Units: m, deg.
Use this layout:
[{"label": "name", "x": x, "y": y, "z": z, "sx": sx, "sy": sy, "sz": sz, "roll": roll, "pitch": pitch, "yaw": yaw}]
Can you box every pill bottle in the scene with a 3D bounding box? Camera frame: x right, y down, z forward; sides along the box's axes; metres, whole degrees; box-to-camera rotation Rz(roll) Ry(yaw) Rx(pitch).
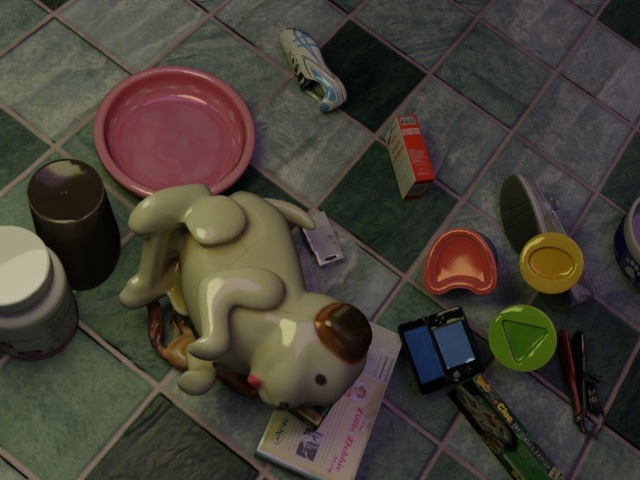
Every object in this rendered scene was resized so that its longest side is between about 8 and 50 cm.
[{"label": "pill bottle", "x": -0.511, "y": 0.093, "z": 1.202, "sx": 0.160, "sy": 0.283, "sz": 0.161, "roll": 5, "pitch": 65, "yaw": -10}]

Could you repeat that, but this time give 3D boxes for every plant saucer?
[{"label": "plant saucer", "x": -0.306, "y": -0.215, "z": 1.497, "sx": 0.331, "sy": 0.084, "sz": 0.332, "roll": 5, "pitch": 66, "yaw": -11}]

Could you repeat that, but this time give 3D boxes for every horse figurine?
[{"label": "horse figurine", "x": -0.216, "y": 0.197, "z": 1.341, "sx": 0.263, "sy": 0.066, "sz": 0.175, "roll": 15, "pitch": 59, "yaw": -6}]

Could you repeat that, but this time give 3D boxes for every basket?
[{"label": "basket", "x": -0.457, "y": -0.042, "z": 1.307, "sx": 0.154, "sy": 0.227, "sz": 0.205, "roll": -5, "pitch": 67, "yaw": -14}]

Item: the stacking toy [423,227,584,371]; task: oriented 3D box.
[{"label": "stacking toy", "x": 0.373, "y": 0.115, "z": 1.462, "sx": 0.308, "sy": 0.130, "sz": 0.280, "roll": 8, "pitch": 89, "yaw": 22}]

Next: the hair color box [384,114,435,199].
[{"label": "hair color box", "x": 0.200, "y": -0.188, "z": 1.588, "sx": 0.053, "sy": 0.093, "sz": 0.167, "roll": -8, "pitch": 69, "yaw": -16}]

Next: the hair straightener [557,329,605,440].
[{"label": "hair straightener", "x": 0.559, "y": 0.298, "z": 1.469, "sx": 0.088, "sy": 0.047, "sz": 0.231, "roll": 0, "pitch": 66, "yaw": -12}]

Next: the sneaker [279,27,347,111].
[{"label": "sneaker", "x": -0.031, "y": -0.401, "z": 1.639, "sx": 0.086, "sy": 0.085, "sz": 0.237, "roll": -28, "pitch": 73, "yaw": -27}]

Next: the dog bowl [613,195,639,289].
[{"label": "dog bowl", "x": 0.812, "y": 0.009, "z": 1.595, "sx": 0.264, "sy": 0.104, "sz": 0.265, "roll": 0, "pitch": 59, "yaw": -1}]

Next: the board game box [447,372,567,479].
[{"label": "board game box", "x": 0.354, "y": 0.377, "z": 1.342, "sx": 0.030, "sy": 0.136, "sz": 0.260, "roll": -32, "pitch": 76, "yaw": -25}]

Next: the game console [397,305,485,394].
[{"label": "game console", "x": 0.239, "y": 0.214, "z": 1.388, "sx": 0.124, "sy": 0.085, "sz": 0.144, "roll": -23, "pitch": 79, "yaw": 19}]

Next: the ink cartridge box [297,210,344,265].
[{"label": "ink cartridge box", "x": 0.000, "y": 0.000, "z": 1.496, "sx": 0.062, "sy": 0.029, "sz": 0.115, "roll": -18, "pitch": 72, "yaw": -19}]

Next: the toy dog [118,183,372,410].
[{"label": "toy dog", "x": -0.101, "y": 0.122, "z": 1.223, "sx": 0.408, "sy": 0.285, "sz": 0.395, "roll": 46, "pitch": 39, "yaw": 21}]

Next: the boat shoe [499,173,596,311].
[{"label": "boat shoe", "x": 0.501, "y": -0.003, "z": 1.562, "sx": 0.103, "sy": 0.118, "sz": 0.321, "roll": -17, "pitch": 75, "yaw": -27}]

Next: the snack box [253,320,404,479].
[{"label": "snack box", "x": 0.022, "y": 0.295, "z": 1.349, "sx": 0.187, "sy": 0.060, "sz": 0.322, "roll": 24, "pitch": 63, "yaw": 1}]

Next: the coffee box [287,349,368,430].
[{"label": "coffee box", "x": -0.002, "y": 0.245, "z": 1.309, "sx": 0.113, "sy": 0.040, "sz": 0.184, "roll": 35, "pitch": 65, "yaw": 9}]
